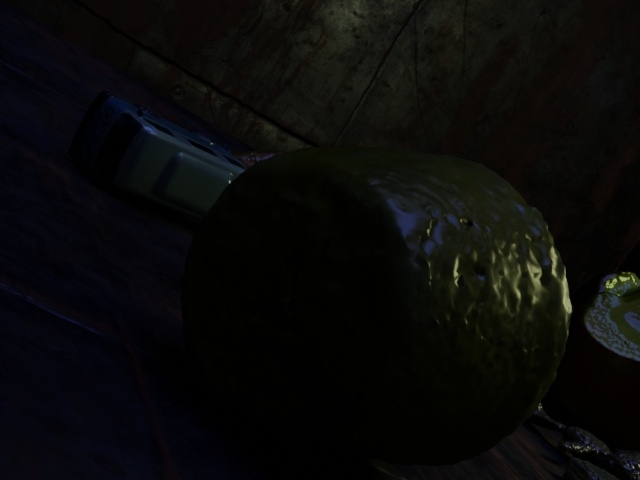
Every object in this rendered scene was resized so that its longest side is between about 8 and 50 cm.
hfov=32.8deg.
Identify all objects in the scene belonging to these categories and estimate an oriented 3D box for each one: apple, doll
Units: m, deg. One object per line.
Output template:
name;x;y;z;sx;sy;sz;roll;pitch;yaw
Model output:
apple;0.637;0.230;2.237;0.374;0.384;0.374;34;15;-10
doll;0.465;0.362;1.892;0.202;0.091;0.286;43;-7;-17

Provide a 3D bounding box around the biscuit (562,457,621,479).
biscuit;0.470;0.414;1.623;0.150;0.052;0.252;31;7;-15

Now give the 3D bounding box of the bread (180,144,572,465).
bread;0.043;0.064;1.120;0.307;0.348;0.348;9;23;-46

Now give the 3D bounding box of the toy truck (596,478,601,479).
toy truck;0.384;0.382;1.362;0.115;0.080;0.178;37;7;-9

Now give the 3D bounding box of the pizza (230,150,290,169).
pizza;-0.134;-0.124;2.099;0.408;0.114;0.277;2;-4;-39

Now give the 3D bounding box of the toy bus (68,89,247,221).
toy bus;-0.250;-0.122;1.761;0.271;0.133;0.165;23;10;-42
